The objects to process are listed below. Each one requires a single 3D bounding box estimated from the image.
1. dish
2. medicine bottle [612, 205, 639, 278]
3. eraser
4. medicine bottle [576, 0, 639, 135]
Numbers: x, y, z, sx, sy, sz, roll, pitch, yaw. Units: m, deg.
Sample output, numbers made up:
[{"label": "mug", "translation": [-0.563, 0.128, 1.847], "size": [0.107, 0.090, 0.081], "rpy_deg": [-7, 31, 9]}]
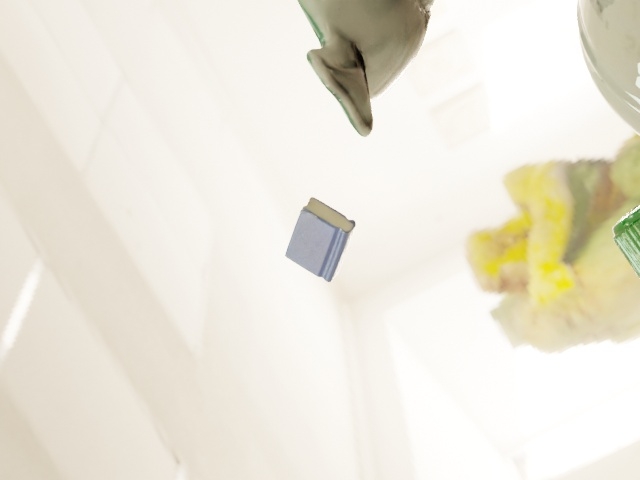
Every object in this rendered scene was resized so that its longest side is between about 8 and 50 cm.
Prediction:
[{"label": "dish", "translation": [0.031, -0.189, 0.921], "size": [0.224, 0.078, 0.246], "rpy_deg": [51, -157, -45]}, {"label": "medicine bottle", "translation": [0.302, 0.101, 0.903], "size": [0.111, 0.076, 0.309], "rpy_deg": [-30, -100, -40]}, {"label": "eraser", "translation": [0.000, 0.000, 1.551], "size": [0.063, 0.085, 0.027], "rpy_deg": [31, -136, 11]}, {"label": "medicine bottle", "translation": [0.269, -0.206, 0.749], "size": [0.302, 0.241, 0.241], "rpy_deg": [81, 170, -53]}]
